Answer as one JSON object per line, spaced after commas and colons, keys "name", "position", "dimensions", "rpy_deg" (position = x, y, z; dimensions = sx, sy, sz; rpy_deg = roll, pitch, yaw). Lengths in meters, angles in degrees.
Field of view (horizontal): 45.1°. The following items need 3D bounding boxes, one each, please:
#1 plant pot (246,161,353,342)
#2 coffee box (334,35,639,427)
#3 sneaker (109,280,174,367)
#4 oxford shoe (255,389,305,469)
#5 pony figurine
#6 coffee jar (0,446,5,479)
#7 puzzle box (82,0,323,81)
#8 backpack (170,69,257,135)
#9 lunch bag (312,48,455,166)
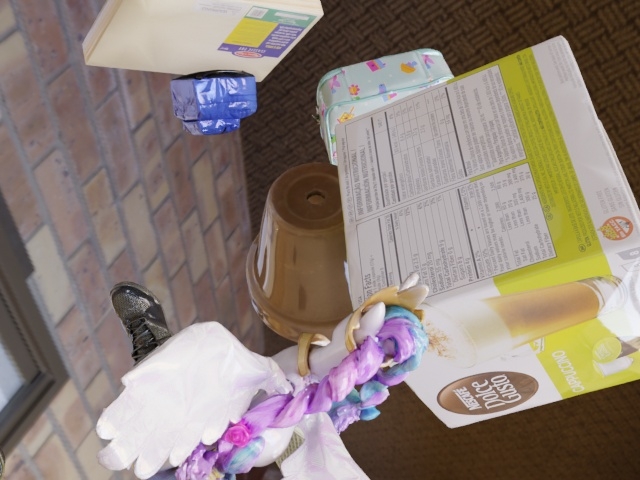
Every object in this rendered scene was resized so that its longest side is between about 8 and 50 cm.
{"name": "plant pot", "position": [0.000, 0.000, 1.246], "dimensions": [0.263, 0.263, 0.229], "rpy_deg": [19, 145, 17]}
{"name": "coffee box", "position": [0.241, 0.006, 1.035], "dimensions": [0.334, 0.338, 0.337], "rpy_deg": [-20, 140, 18]}
{"name": "sneaker", "position": [-0.342, 0.190, 1.514], "dimensions": [0.087, 0.130, 0.227], "rpy_deg": [-21, 116, 2]}
{"name": "oxford shoe", "position": [-0.076, 0.497, 2.013], "dimensions": [0.449, 0.130, 0.169], "rpy_deg": [46, 124, 8]}
{"name": "pony figurine", "position": [-0.061, 0.191, 0.825], "dimensions": [0.303, 0.351, 0.363], "rpy_deg": [48, 139, -9]}
{"name": "coffee jar", "position": [-0.460, 0.310, 0.998], "dimensions": [0.096, 0.079, 0.184], "rpy_deg": [70, 166, -16]}
{"name": "puzzle box", "position": [-0.232, -0.419, 1.532], "dimensions": [0.272, 0.409, 0.052], "rpy_deg": [-33, 66, 49]}
{"name": "backpack", "position": [-0.162, -0.219, 1.211], "dimensions": [0.098, 0.120, 0.101], "rpy_deg": [20, 120, 49]}
{"name": "lunch bag", "position": [0.125, -0.259, 1.550], "dimensions": [0.279, 0.108, 0.224], "rpy_deg": [-15, 150, -4]}
